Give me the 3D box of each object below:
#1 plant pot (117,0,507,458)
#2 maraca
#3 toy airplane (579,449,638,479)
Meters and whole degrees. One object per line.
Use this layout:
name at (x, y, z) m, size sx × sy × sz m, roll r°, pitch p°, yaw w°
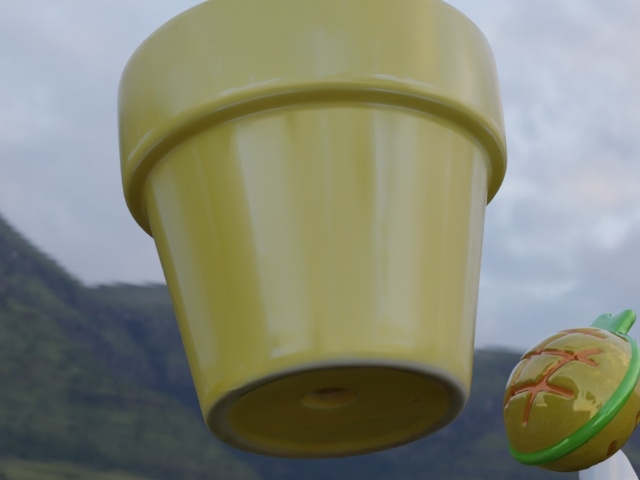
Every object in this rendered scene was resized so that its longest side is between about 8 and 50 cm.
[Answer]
plant pot at (0.000, 0.000, 1.059) m, size 0.254 × 0.239 × 0.254 m, roll -4°, pitch -28°, yaw -2°
maraca at (0.201, 0.114, 1.307) m, size 0.127 × 0.185 × 0.099 m, roll -32°, pitch -76°, yaw 25°
toy airplane at (0.370, 0.333, 1.505) m, size 0.386 × 0.384 × 0.272 m, roll -31°, pitch -25°, yaw -26°
